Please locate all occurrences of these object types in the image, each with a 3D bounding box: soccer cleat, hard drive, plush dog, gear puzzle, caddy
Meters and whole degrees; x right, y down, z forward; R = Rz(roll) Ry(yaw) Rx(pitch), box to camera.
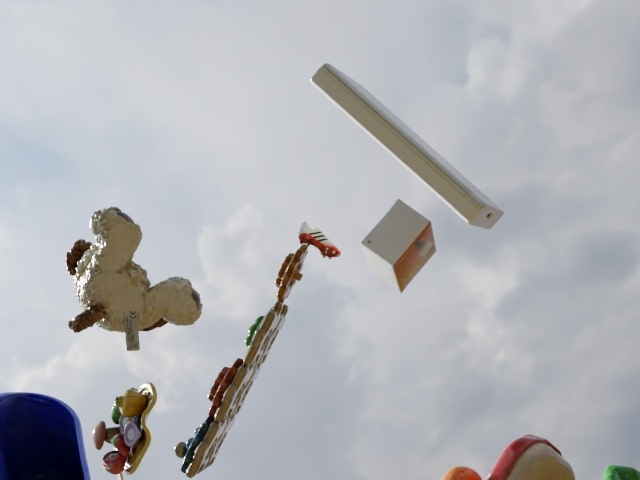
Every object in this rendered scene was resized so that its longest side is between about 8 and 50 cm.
[{"bbox_3d":[0.000,0.000,1.463,0.083,0.035,0.029,28,-38,-35],"label":"soccer cleat"},{"bbox_3d":[0.133,-0.134,1.461,0.040,0.307,0.203,-49,-15,11],"label":"hard drive"},{"bbox_3d":[-0.369,0.095,1.778,0.210,0.262,0.225,-45,9,-17],"label":"plush dog"},{"bbox_3d":[-0.102,0.152,1.324,0.339,0.044,0.175,-63,-6,-4],"label":"gear puzzle"},{"bbox_3d":[-0.398,0.312,1.196,0.241,0.341,0.179,-13,-61,-14],"label":"caddy"}]

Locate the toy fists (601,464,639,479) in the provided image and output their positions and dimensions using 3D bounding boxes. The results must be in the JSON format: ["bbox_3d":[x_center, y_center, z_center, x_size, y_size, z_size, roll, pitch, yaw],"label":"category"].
[{"bbox_3d":[0.600,0.515,1.778,0.096,0.142,0.279,-36,-73,25],"label":"toy fists"}]

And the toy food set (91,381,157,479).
[{"bbox_3d":[-0.350,0.336,1.714,0.071,0.128,0.218,12,-56,-26],"label":"toy food set"}]

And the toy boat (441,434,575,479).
[{"bbox_3d":[0.224,0.357,1.329,0.231,0.151,0.151,-57,-45,-8],"label":"toy boat"}]

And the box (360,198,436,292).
[{"bbox_3d":[0.169,0.014,2.115,0.130,0.091,0.170,-49,-22,-10],"label":"box"}]
